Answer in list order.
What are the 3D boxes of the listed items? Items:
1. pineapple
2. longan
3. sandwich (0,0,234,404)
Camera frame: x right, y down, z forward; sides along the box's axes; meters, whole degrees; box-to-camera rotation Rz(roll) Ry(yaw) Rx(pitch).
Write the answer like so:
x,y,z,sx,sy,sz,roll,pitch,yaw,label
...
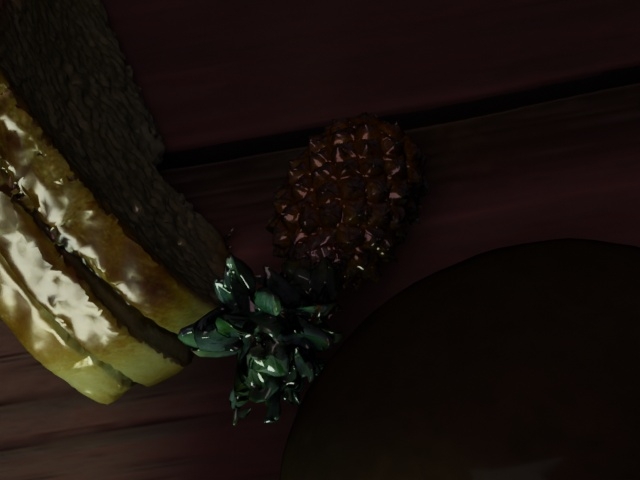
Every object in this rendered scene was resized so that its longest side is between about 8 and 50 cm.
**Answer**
x,y,z,sx,sy,sz,roll,pitch,yaw,label
0.001,0.001,0.972,0.083,0.103,0.221,24,48,8,pineapple
0.121,0.142,0.866,0.297,0.297,0.297,-1,81,7,longan
-0.153,-0.066,1.029,0.100,0.288,0.254,-30,123,15,sandwich
